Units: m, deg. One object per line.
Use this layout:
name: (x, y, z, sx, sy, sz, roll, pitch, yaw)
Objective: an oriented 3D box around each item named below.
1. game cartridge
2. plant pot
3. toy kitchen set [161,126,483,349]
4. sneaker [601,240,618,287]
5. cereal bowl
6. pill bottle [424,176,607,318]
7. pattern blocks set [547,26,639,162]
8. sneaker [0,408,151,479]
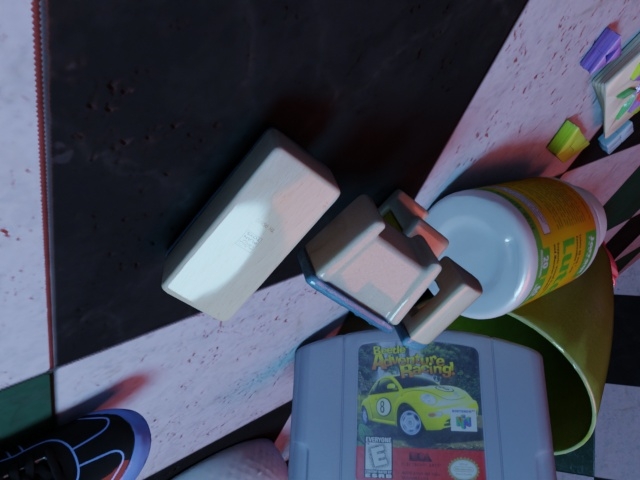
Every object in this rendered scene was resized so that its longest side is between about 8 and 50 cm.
game cartridge: (0.112, 0.199, 0.680, 0.295, 0.195, 0.060, -1, 152, 5)
plant pot: (0.311, 0.108, 0.875, 0.293, 0.275, 0.274, -42, 161, -36)
toy kitchen set: (0.000, 0.000, 0.467, 0.207, 0.166, 0.122, 34, 108, -26)
sneaker: (0.513, 0.051, 1.146, 0.116, 0.136, 0.314, -49, 153, 22)
cereal bowl: (-0.179, 0.463, 0.903, 0.339, 0.141, 0.339, -30, 153, -17)
pill bottle: (0.236, -0.003, 0.686, 0.246, 0.136, 0.136, -13, 144, -43)
pattern blocks set: (0.382, -0.201, 0.681, 0.325, 0.026, 0.285, 0, 135, -53)
sneaker: (-0.246, 0.207, 0.455, 0.232, 0.081, 0.090, -33, 161, -10)
